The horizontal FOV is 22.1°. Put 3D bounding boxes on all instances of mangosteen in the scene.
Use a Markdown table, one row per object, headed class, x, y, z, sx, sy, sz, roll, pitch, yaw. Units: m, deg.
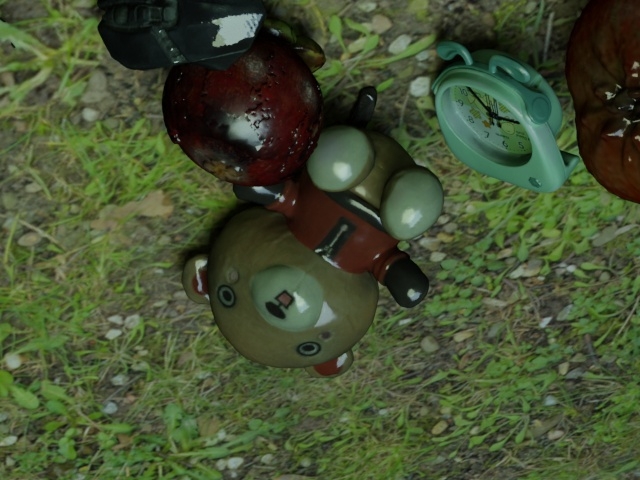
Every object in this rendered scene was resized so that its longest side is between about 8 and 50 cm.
| class | x | y | z | sx | sy | sz | roll | pitch | yaw |
| --- | --- | --- | --- | --- | --- | --- | --- | --- | --- |
| mangosteen | -0.072 | -0.146 | 1.606 | 0.166 | 0.180 | 0.166 | 9 | 151 | 5 |

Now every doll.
| class | x | y | z | sx | sy | sz | roll | pitch | yaw |
| --- | --- | --- | --- | --- | --- | --- | --- | --- | --- |
| doll | 0.000 | 0.000 | 1.794 | 0.235 | 0.174 | 0.330 | 32 | 119 | -8 |

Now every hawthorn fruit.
| class | x | y | z | sx | sy | sz | roll | pitch | yaw |
| --- | --- | --- | --- | --- | --- | --- | --- | --- | --- |
| hawthorn fruit | 0.419 | -0.178 | 1.715 | 0.330 | 0.287 | 0.287 | -22 | 146 | -36 |

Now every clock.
| class | x | y | z | sx | sy | sz | roll | pitch | yaw |
| --- | --- | --- | --- | --- | --- | --- | --- | --- | --- |
| clock | 0.192 | -0.138 | 1.735 | 0.060 | 0.148 | 0.188 | -49 | 142 | -22 |

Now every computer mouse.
| class | x | y | z | sx | sy | sz | roll | pitch | yaw |
| --- | --- | --- | --- | --- | --- | --- | --- | --- | --- |
| computer mouse | -0.136 | -0.208 | 1.505 | 0.192 | 0.106 | 0.062 | 4 | -171 | 30 |
